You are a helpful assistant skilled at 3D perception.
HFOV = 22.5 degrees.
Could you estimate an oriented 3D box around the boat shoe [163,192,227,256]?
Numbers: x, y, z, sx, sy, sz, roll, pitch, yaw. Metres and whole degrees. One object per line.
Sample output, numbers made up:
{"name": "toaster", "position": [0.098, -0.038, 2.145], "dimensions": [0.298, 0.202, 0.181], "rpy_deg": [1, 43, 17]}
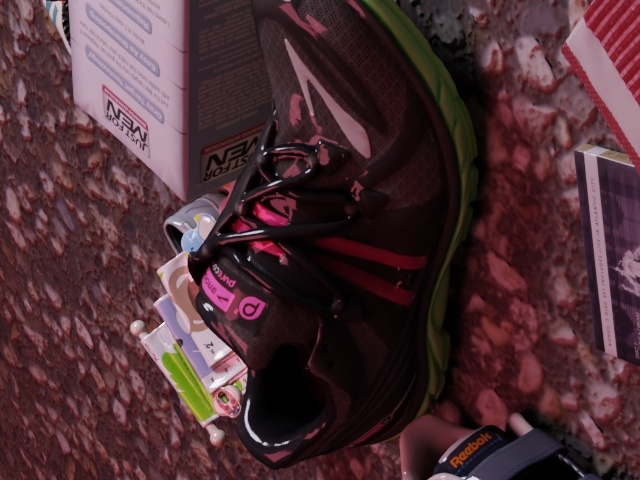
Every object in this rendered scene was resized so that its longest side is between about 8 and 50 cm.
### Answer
{"name": "boat shoe", "position": [-0.080, 0.064, 1.572], "dimensions": [0.227, 0.081, 0.079], "rpy_deg": [59, 150, 8]}

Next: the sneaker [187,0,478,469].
{"name": "sneaker", "position": [0.000, 0.000, 1.279], "dimensions": [0.185, 0.202, 0.483], "rpy_deg": [32, 137, 42]}

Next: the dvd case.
{"name": "dvd case", "position": [0.263, 0.033, 1.081], "dimensions": [0.221, 0.018, 0.164], "rpy_deg": [21, 130, 49]}

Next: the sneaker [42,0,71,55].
{"name": "sneaker", "position": [-0.256, -0.248, 1.646], "dimensions": [0.161, 0.057, 0.075], "rpy_deg": [66, 167, -7]}

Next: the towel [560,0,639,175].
{"name": "towel", "position": [0.283, -0.103, 0.912], "dimensions": [0.237, 0.037, 0.329], "rpy_deg": [60, 149, 11]}

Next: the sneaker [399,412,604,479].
{"name": "sneaker", "position": [0.163, 0.222, 1.273], "dimensions": [0.321, 0.126, 0.127], "rpy_deg": [9, 126, 56]}

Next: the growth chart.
{"name": "growth chart", "position": [-0.079, 0.054, 1.511], "dimensions": [0.172, 0.021, 0.237], "rpy_deg": [47, 111, 16]}

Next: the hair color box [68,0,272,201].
{"name": "hair color box", "position": [-0.125, -0.240, 1.379], "dimensions": [0.185, 0.113, 0.374], "rpy_deg": [41, 142, 34]}
